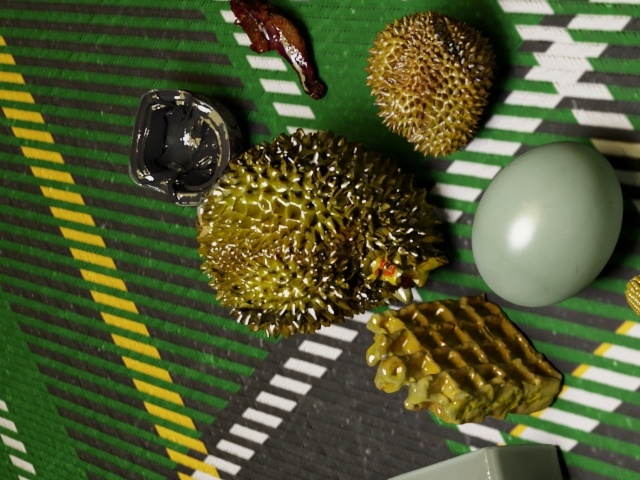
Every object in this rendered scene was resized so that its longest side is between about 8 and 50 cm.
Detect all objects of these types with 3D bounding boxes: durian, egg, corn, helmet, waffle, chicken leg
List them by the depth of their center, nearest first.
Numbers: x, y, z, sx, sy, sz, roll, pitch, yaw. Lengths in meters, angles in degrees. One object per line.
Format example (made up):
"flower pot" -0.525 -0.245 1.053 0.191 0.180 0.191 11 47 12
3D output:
"corn" 0.353 0.075 1.725 0.092 0.037 0.037 48 128 32
"egg" 0.241 -0.017 1.755 0.149 0.149 0.192 48 128 34
"waffle" 0.145 0.137 1.840 0.160 0.211 0.055 48 128 34
"durian" 0.124 -0.186 1.888 0.158 0.137 0.168 36 132 17
"durian" -0.002 -0.011 1.987 0.293 0.258 0.258 -14 84 34
"chicken leg" -0.059 -0.262 2.153 0.205 0.053 0.093 49 153 42
"helmet" -0.170 -0.131 2.259 0.177 0.107 0.153 23 111 25

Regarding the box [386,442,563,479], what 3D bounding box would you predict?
"box" 0.178 0.311 1.880 0.210 0.148 0.129 -27 67 46
